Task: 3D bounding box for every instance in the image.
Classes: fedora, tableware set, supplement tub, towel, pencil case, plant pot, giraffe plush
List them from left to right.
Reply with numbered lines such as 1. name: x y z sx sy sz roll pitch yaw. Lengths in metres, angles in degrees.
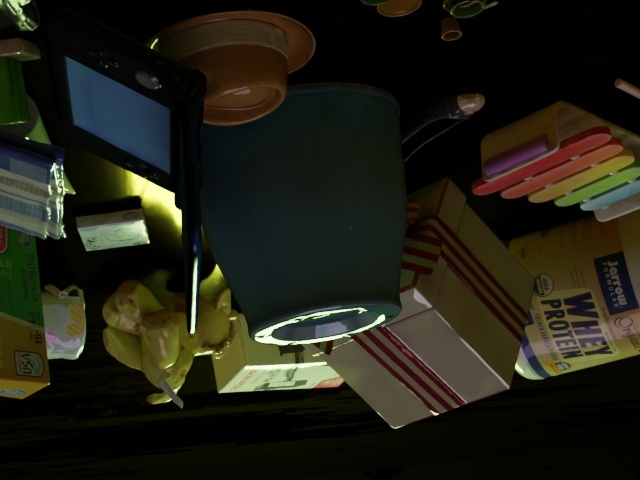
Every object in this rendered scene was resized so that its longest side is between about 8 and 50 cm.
1. towel: -0.384 -0.078 1.611 0.209 0.034 0.285 17 162 -5
2. pencil case: -0.483 0.125 2.123 0.273 0.113 0.124 -2 150 -18
3. giraffe plush: -0.217 0.140 2.243 0.170 0.210 0.181 -31 171 -35
4. fedora: -0.098 -0.174 1.525 0.194 0.079 0.194 -7 160 -3
5. plant pot: -0.015 -0.017 1.700 0.272 0.255 0.271 -10 166 -3
6. tableware set: 0.113 -0.247 1.501 0.104 0.024 0.154 -20 158 28
7. supplement tub: 0.435 0.073 2.212 0.316 0.228 0.228 -17 158 21

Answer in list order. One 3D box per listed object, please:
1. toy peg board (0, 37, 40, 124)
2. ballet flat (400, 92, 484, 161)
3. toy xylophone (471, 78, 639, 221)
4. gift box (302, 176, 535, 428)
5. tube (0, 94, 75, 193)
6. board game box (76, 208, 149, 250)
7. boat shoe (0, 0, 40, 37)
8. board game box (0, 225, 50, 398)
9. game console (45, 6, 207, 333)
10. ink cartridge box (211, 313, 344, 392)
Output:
1. toy peg board: -0.358 -0.146 1.399 0.161 0.079 0.161 -8 -175 -4
2. ballet flat: 0.141 -0.137 1.772 0.057 0.049 0.173 7 154 -40
3. toy xylophone: 0.356 -0.114 1.884 0.323 0.081 0.236 9 153 -41
4. gift box: 0.130 0.090 2.000 0.255 0.276 0.258 -29 117 33
5. tube: -0.344 -0.101 1.660 0.062 0.070 0.240 -41 168 -14
6. board game box: -0.284 -0.014 1.966 0.090 0.020 0.090 -7 161 -4
7. boat shoe: -0.288 -0.242 1.273 0.070 0.077 0.219 -7 169 -7
8. board game box: -0.489 0.061 1.759 0.064 0.242 0.316 -27 154 37
9. game console: -0.201 -0.065 1.495 0.250 0.173 0.293 27 158 4
10. ink cartridge box: -0.055 0.195 2.516 0.237 0.100 0.172 -1 158 -22
